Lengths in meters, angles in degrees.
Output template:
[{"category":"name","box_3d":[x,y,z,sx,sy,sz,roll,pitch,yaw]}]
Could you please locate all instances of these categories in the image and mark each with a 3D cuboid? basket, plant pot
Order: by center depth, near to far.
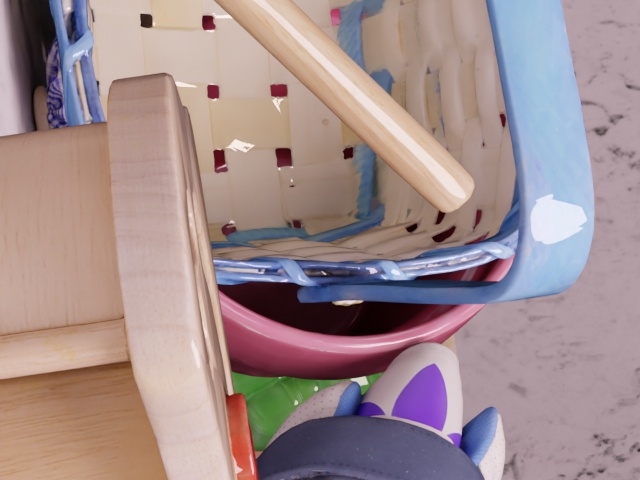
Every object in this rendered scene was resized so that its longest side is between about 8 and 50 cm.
[{"category":"basket","box_3d":[0.002,-0.092,0.644,0.289,0.201,0.254,-18,-103,63]},{"category":"plant pot","box_3d":[-0.012,-0.015,0.885,0.180,0.201,0.201,123,-36,-67]}]

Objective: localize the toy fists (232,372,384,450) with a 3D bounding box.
[{"category":"toy fists","box_3d":[-0.022,-0.004,1.124,0.096,0.142,0.279,5,78,-79]}]

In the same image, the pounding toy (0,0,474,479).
[{"category":"pounding toy","box_3d":[-0.027,0.031,0.420,0.154,0.155,0.269,-104,-174,-72]}]

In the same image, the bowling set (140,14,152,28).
[{"category":"bowling set","box_3d":[-0.033,-0.156,0.990,0.287,0.154,0.199,82,3,-60]}]

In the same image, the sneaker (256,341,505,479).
[{"category":"sneaker","box_3d":[0.012,0.121,0.682,0.323,0.130,0.236,108,0,-61]}]

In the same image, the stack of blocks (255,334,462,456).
[{"category":"stack of blocks","box_3d":[0.000,0.000,1.300,0.087,0.171,0.297,81,2,-63]}]
